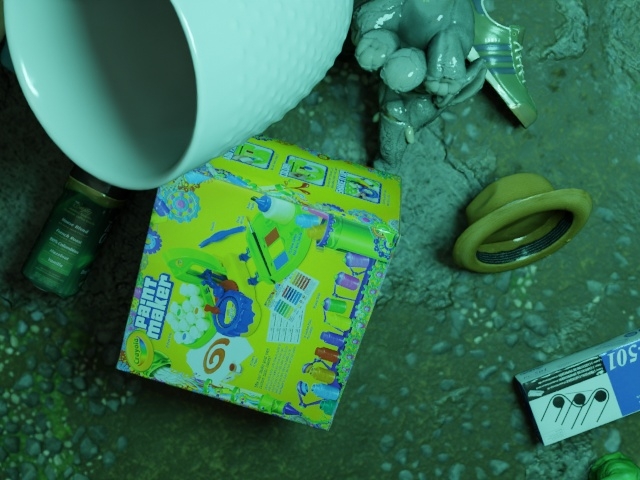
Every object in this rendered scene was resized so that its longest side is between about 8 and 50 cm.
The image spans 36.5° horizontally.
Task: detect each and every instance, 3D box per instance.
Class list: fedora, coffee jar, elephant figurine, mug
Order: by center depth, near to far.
[{"bbox_3d":[-0.115,-0.278,1.022,0.276,0.328,0.374,30,130,23],"label":"mug"},{"bbox_3d":[0.123,-0.210,1.235,0.186,0.239,0.169,-16,67,5],"label":"elephant figurine"},{"bbox_3d":[0.257,-0.032,1.277,0.194,0.194,0.079,-20,59,1],"label":"fedora"},{"bbox_3d":[-0.317,-0.022,1.279,0.079,0.096,0.184,28,96,-2],"label":"coffee jar"}]

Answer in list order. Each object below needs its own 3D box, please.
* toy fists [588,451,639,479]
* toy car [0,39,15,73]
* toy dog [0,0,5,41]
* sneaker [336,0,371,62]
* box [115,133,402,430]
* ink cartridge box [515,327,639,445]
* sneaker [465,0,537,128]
[{"bbox_3d":[0.431,0.431,1.313,0.096,0.142,0.279,-15,96,1],"label":"toy fists"},{"bbox_3d":[-0.241,-0.286,1.212,0.238,0.210,0.219,21,106,-15],"label":"toy car"},{"bbox_3d":[-0.474,-0.488,1.104,0.284,0.408,0.395,10,137,-33],"label":"toy dog"},{"bbox_3d":[0.042,-0.306,1.261,0.286,0.109,0.130,-21,102,11],"label":"sneaker"},{"bbox_3d":[-0.074,0.039,1.204,0.279,0.177,0.290,17,117,-3],"label":"box"},{"bbox_3d":[0.383,0.198,1.336,0.207,0.046,0.097,-21,97,1],"label":"ink cartridge box"},{"bbox_3d":[0.241,-0.246,1.277,0.086,0.064,0.192,-40,92,8],"label":"sneaker"}]
